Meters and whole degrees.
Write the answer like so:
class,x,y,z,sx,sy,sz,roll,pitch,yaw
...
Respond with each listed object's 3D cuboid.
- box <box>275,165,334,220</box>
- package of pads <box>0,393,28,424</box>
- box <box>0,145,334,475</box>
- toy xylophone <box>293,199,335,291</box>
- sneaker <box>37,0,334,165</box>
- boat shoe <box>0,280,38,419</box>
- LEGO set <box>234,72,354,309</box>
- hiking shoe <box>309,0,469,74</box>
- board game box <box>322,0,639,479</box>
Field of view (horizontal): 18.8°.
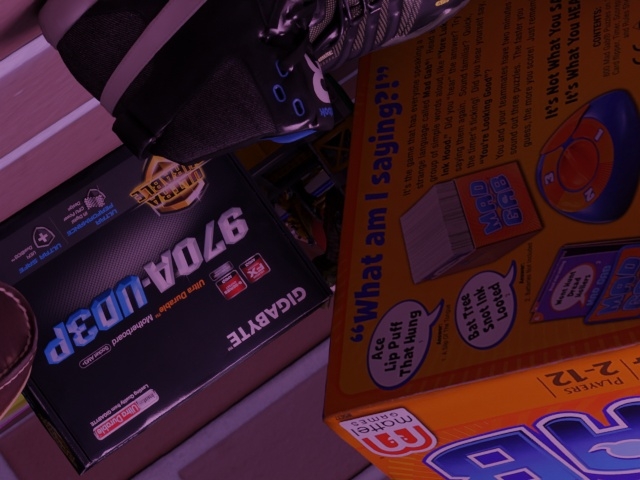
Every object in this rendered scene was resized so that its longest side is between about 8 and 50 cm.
class,x,y,z,sx,sy,sz,roll,pitch,yaw
box,-0.028,-0.068,2.009,0.126,0.072,0.137,-37,176,20
package of pads,-0.260,0.089,1.531,0.296,0.101,0.229,-37,178,12
box,-0.130,0.032,1.366,0.220,0.175,0.051,-34,177,-19
toy xylophone,0.073,-0.082,2.103,0.322,0.081,0.236,-52,-146,-2
sneaker,-0.008,-0.115,0.869,0.217,0.121,0.079,-36,178,9
boat shoe,-0.257,0.072,1.122,0.123,0.123,0.342,-38,169,28
LEGO set,0.000,0.000,1.727,0.192,0.255,0.331,-36,174,6
hiking shoe,0.017,-0.141,1.113,0.227,0.086,0.114,-35,-179,13
board game box,0.256,0.026,1.458,0.356,0.356,0.356,-15,-129,29
